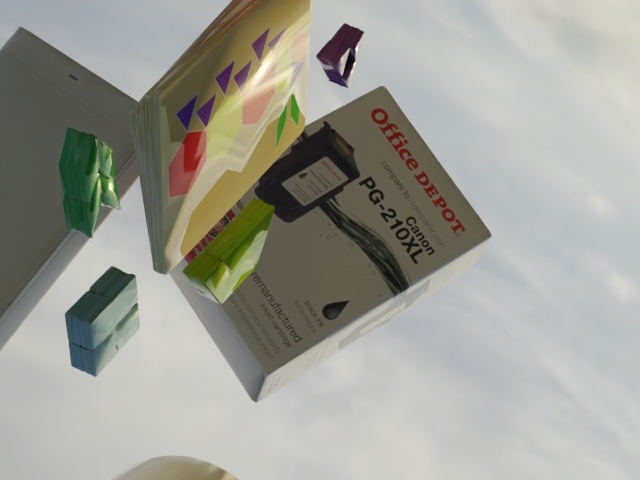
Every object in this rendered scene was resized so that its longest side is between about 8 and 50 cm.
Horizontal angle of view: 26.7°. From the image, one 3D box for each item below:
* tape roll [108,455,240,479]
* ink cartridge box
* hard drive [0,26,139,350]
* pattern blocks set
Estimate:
[{"bbox_3d":[-0.174,0.361,1.382,0.246,0.246,0.169,42,-159,11],"label":"tape roll"},{"bbox_3d":[0.000,0.000,1.162,0.237,0.100,0.172,-30,-103,-18],"label":"ink cartridge box"},{"bbox_3d":[-0.290,-0.022,1.159,0.203,0.307,0.040,33,171,33],"label":"hard drive"},{"bbox_3d":[-0.054,-0.081,0.805,0.026,0.285,0.325,22,-143,19],"label":"pattern blocks set"}]
